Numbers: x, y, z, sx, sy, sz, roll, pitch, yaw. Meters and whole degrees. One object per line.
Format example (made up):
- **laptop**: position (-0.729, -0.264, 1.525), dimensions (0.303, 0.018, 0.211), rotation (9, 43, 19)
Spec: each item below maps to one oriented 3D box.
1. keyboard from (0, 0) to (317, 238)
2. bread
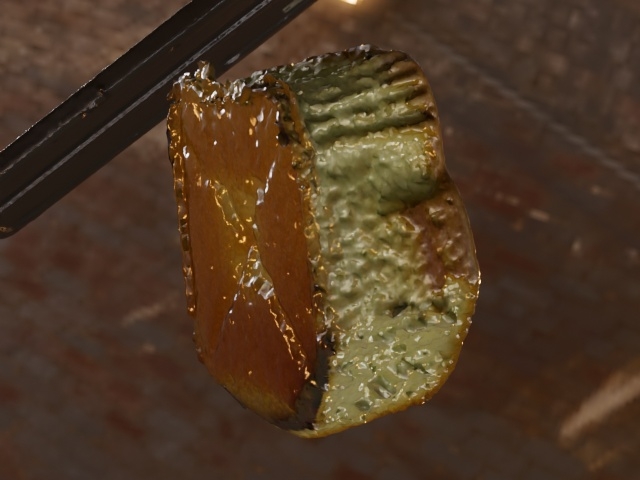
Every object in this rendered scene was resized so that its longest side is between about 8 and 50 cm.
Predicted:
- **keyboard**: position (-0.012, -0.114, 0.857), dimensions (0.041, 0.381, 0.103), rotation (61, -171, 8)
- **bread**: position (0.000, 0.000, 0.686), dimensions (0.069, 0.140, 0.128), rotation (-12, -174, -23)
